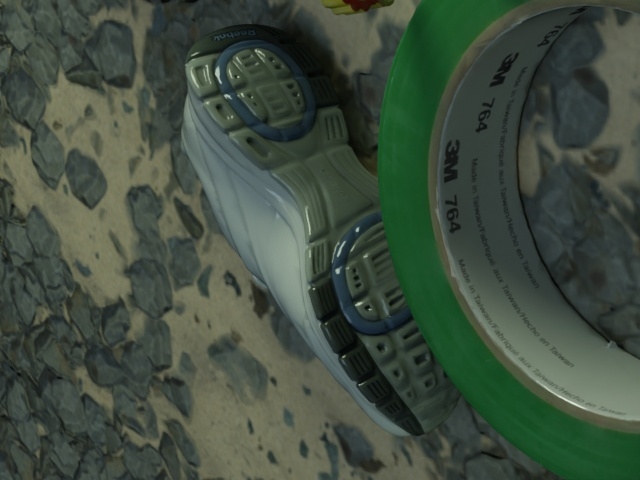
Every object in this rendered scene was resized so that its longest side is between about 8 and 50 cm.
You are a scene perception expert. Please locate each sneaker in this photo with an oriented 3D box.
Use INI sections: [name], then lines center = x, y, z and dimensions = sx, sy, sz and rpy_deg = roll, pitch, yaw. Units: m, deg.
[sneaker]
center = 0.000, 0.000, 1.017
dimensions = 0.297, 0.111, 0.129
rpy_deg = 61, 154, 17

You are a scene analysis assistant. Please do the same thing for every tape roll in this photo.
[tape roll]
center = 0.170, -0.020, 0.823
dimensions = 0.321, 0.077, 0.321
rpy_deg = 19, 117, 42

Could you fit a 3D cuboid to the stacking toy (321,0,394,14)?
[stacking toy]
center = 0.083, -0.230, 0.794
dimensions = 0.167, 0.052, 0.221
rpy_deg = -2, 72, 48
